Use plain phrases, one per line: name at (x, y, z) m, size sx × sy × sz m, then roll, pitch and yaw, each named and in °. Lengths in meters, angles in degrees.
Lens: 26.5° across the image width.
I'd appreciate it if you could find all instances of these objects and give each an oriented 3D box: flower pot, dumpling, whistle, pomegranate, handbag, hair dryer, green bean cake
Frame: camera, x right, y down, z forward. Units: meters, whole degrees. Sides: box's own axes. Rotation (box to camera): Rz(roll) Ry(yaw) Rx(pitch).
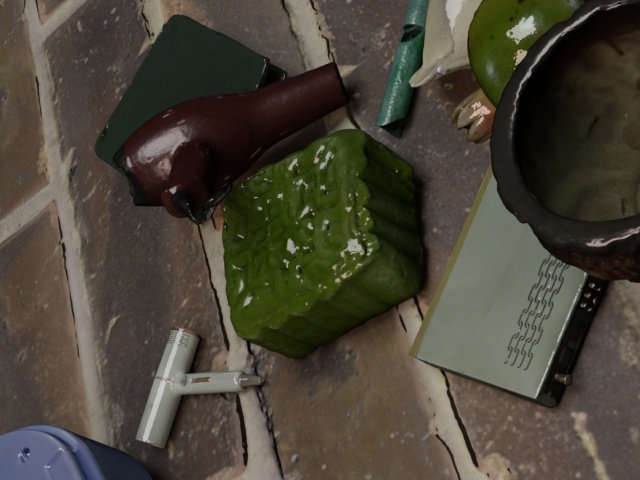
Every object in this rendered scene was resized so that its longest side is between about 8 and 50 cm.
flower pot at (0.331, -0.066, 1.241) m, size 0.266 × 0.267 × 0.267 m, roll -19°, pitch 57°, yaw 34°
dumpling at (0.182, -0.273, 1.612) m, size 0.166 × 0.126 × 0.216 m, roll -174°, pitch 95°, yaw -72°
whistle at (0.107, -0.220, 1.696) m, size 0.039 × 0.039 × 0.186 m, roll 1°, pitch 69°, yaw 43°
pomegranate at (0.225, -0.186, 1.473) m, size 0.209 × 0.180 × 0.180 m, roll -42°, pitch 46°, yaw 22°
handbag at (-0.181, -0.176, 1.910) m, size 0.260 × 0.079 × 0.247 m, roll 35°, pitch 94°, yaw 46°
hair dryer at (-0.108, -0.102, 1.635) m, size 0.312 × 0.123 × 0.340 m, roll -23°, pitch 19°, yaw 5°
hair dryer at (-0.143, 0.195, 1.704) m, size 0.183 × 0.044 × 0.155 m, roll 7°, pitch 75°, yaw 41°
green bean cake at (0.000, 0.000, 1.612) m, size 0.248 × 0.125 × 0.222 m, roll -27°, pitch 52°, yaw 30°

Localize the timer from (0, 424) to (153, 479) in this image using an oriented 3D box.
timer at (-0.350, 0.407, 1.680) m, size 0.395 × 0.173 × 0.395 m, roll -21°, pitch 57°, yaw 35°

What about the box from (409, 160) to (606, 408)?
box at (0.223, 0.030, 1.449) m, size 0.211 × 0.045 × 0.270 m, roll 14°, pitch 78°, yaw 46°
